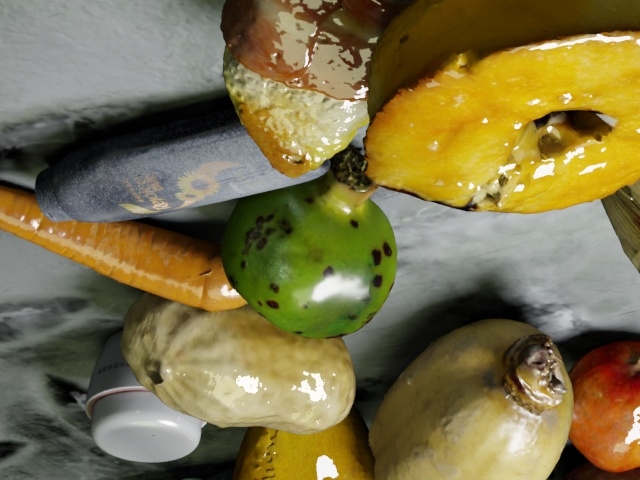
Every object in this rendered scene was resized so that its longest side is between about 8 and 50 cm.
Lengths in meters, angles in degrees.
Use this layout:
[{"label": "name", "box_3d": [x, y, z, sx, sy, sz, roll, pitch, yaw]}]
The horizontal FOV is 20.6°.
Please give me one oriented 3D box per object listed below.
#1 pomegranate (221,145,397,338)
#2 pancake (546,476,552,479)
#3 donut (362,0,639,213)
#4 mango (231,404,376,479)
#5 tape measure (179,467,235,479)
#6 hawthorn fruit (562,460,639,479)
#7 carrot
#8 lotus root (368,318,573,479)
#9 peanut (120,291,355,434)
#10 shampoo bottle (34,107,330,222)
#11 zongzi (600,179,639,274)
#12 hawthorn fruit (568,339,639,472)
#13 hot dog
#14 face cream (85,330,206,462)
[{"label": "pomegranate", "box_3d": [-0.007, 0.010, 1.404, 0.143, 0.122, 0.169, 35, 149, 0]}, {"label": "pancake", "box_3d": [0.203, 0.266, 1.943, 0.108, 0.017, 0.108, 0, 147, 0]}, {"label": "donut", "box_3d": [0.144, -0.093, 1.085, 0.254, 0.118, 0.253, -12, 163, -4]}, {"label": "mango", "box_3d": [-0.021, 0.262, 1.764, 0.151, 0.156, 0.248, 6, 109, 13]}, {"label": "tape measure", "box_3d": [-0.040, 0.353, 1.981, 0.275, 0.147, 0.256, -6, 150, 15]}, {"label": "hawthorn fruit", "box_3d": [0.380, 0.386, 1.818, 0.285, 0.369, 0.284, -14, 146, -10]}, {"label": "carrot", "box_3d": [-0.176, 0.004, 1.468, 0.271, 0.066, 0.062, 19, 119, -10]}, {"label": "lotus root", "box_3d": [0.148, 0.168, 1.624, 0.152, 0.169, 0.342, 6, 149, -20]}, {"label": "peanut", "box_3d": [-0.067, 0.105, 1.569, 0.224, 0.129, 0.129, 12, 149, -22]}, {"label": "shampoo bottle", "box_3d": [-0.111, -0.057, 1.363, 0.234, 0.049, 0.087, -11, 146, 22]}, {"label": "zongzi", "box_3d": [0.243, -0.059, 1.214, 0.081, 0.178, 0.189, -7, 151, -10]}, {"label": "hawthorn fruit", "box_3d": [0.287, 0.145, 1.642, 0.125, 0.140, 0.125, 11, -170, -2]}, {"label": "hot dog", "box_3d": [0.007, -0.157, 1.145, 0.123, 0.093, 0.261, 19, 131, -13]}, {"label": "face cream", "box_3d": [-0.162, 0.147, 1.668, 0.117, 0.104, 0.117, 2, 149, 1]}]
